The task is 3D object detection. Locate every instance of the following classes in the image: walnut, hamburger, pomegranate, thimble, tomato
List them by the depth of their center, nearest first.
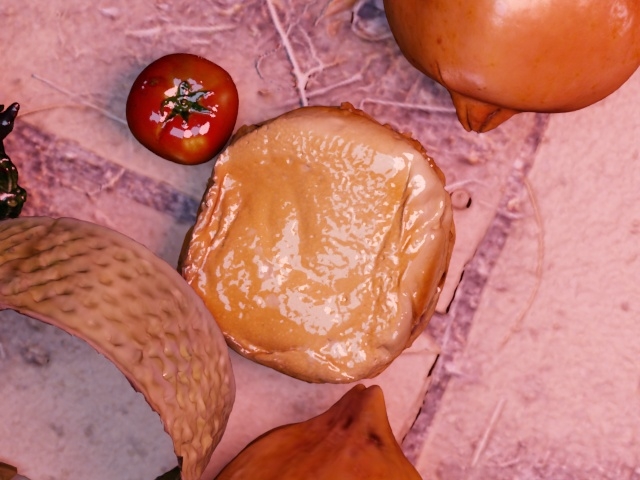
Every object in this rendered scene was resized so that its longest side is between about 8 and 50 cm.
[{"bbox_3d":[0.147,-0.185,1.410,0.209,0.209,0.209,0,91,6],"label":"pomegranate"},{"bbox_3d":[-0.207,0.126,1.425,0.271,0.150,0.271,7,119,12],"label":"thimble"},{"bbox_3d":[-0.023,0.260,1.432,0.209,0.209,0.336,21,89,5],"label":"walnut"},{"bbox_3d":[0.002,0.000,1.469,0.214,0.108,0.214,0,90,6],"label":"hamburger"},{"bbox_3d":[-0.104,-0.099,1.497,0.087,0.075,0.087,0,80,-2],"label":"tomato"}]

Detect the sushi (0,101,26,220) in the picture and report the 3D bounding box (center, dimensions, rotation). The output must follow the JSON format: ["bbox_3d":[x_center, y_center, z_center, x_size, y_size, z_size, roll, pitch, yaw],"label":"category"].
[{"bbox_3d":[-0.296,-0.084,1.476,0.140,0.149,0.287,25,133,28],"label":"sushi"}]
